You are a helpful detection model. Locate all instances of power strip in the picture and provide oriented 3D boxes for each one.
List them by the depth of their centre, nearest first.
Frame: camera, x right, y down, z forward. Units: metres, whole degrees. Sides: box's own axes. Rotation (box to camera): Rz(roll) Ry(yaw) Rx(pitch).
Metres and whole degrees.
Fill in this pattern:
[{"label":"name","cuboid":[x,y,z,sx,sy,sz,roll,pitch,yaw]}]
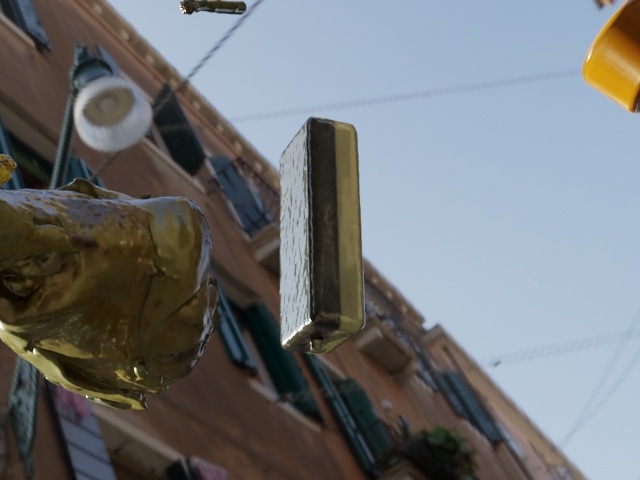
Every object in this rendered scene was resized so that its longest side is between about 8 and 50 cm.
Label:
[{"label":"power strip","cuboid":[0.000,0.000,1.201,0.070,0.257,0.105,9,-25,-19]}]

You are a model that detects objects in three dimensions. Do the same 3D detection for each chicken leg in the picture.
[{"label":"chicken leg","cuboid":[-0.204,0.014,0.751,0.201,0.153,0.429,-21,-23,18]}]

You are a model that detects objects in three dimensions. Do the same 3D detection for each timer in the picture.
[{"label":"timer","cuboid":[0.321,-0.136,0.926,0.132,0.152,0.132,-34,-22,-16]}]

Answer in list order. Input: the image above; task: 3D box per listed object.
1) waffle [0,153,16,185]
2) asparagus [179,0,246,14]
[{"label":"waffle","cuboid":[-0.397,-0.036,1.008,0.228,0.231,0.051,-33,-66,-35]},{"label":"asparagus","cuboid":[-0.103,-0.224,1.047,0.127,0.018,0.015,-28,-52,-67]}]
